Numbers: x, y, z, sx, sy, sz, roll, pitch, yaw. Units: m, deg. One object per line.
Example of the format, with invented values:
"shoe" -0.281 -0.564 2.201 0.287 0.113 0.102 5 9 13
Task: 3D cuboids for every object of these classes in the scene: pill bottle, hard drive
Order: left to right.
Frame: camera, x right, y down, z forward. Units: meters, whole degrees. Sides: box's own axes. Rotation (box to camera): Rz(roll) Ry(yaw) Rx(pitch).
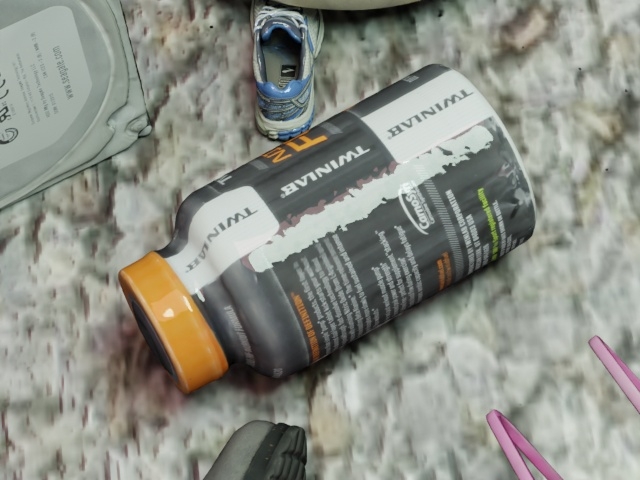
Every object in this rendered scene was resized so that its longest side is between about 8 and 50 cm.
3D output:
"hard drive" -0.278 -0.073 1.201 0.339 0.237 0.064 -26 62 -11
"pill bottle" 0.000 0.000 1.203 0.246 0.130 0.130 -29 63 -12

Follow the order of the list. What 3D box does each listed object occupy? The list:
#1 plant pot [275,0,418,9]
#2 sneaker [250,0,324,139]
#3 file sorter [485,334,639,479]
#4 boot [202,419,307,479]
"plant pot" 0.017 -0.324 1.322 0.284 0.191 0.284 -1 50 1
"sneaker" -0.023 -0.139 1.323 0.052 0.058 0.135 -5 60 1
"file sorter" 0.100 0.216 0.949 0.291 0.182 0.202 -41 21 7
"boot" -0.163 0.213 1.110 0.223 0.118 0.338 20 60 20
